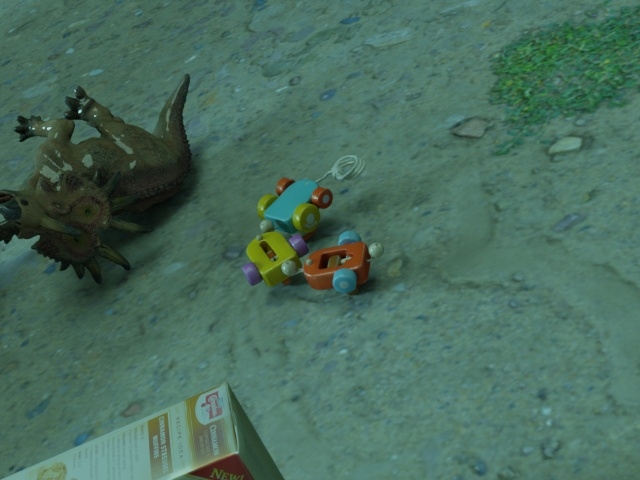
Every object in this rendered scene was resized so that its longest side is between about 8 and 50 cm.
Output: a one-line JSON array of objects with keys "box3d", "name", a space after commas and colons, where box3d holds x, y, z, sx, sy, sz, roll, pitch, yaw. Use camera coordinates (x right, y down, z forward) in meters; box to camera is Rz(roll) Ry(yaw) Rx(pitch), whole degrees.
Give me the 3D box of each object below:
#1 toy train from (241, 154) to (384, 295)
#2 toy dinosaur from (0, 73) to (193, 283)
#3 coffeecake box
[{"box3d": [0.000, 0.000, 1.001, 0.125, 0.046, 0.166, -15, 36, 15], "name": "toy train"}, {"box3d": [-0.207, -0.059, 1.168, 0.295, 0.127, 0.200, -32, 38, -33], "name": "toy dinosaur"}, {"box3d": [-0.107, 0.187, 0.706, 0.185, 0.142, 0.068, -24, 32, 3], "name": "coffeecake box"}]
